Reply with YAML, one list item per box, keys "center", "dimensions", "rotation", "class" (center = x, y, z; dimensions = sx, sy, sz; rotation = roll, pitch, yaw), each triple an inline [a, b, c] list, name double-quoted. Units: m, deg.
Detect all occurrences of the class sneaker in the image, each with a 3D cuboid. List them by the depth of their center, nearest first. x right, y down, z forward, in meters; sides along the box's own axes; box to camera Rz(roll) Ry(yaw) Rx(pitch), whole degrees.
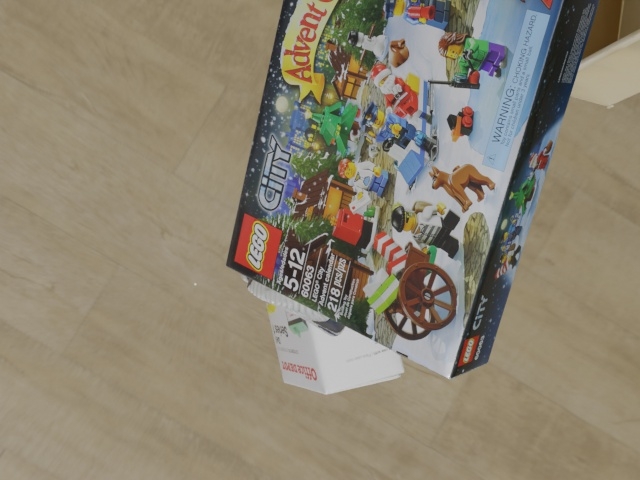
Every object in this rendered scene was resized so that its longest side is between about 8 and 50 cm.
- center: [0.000, 0.000, 0.948]
  dimensions: [0.094, 0.235, 0.153]
  rotation: [28, 89, -9]
  class: "sneaker"

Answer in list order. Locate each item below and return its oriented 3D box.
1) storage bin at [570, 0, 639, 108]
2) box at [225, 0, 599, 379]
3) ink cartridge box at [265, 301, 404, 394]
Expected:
- center: [0.399, -0.327, 1.195]
  dimensions: [0.123, 0.262, 0.260]
  rotation: [13, 79, -15]
  class: "storage bin"
- center: [0.043, -0.066, 0.503]
  dimensions: [0.159, 0.044, 0.233]
  rotation: [24, 109, 32]
  class: "box"
- center: [-0.003, 0.058, 1.298]
  dimensions: [0.117, 0.201, 0.278]
  rotation: [-13, 91, -18]
  class: "ink cartridge box"
